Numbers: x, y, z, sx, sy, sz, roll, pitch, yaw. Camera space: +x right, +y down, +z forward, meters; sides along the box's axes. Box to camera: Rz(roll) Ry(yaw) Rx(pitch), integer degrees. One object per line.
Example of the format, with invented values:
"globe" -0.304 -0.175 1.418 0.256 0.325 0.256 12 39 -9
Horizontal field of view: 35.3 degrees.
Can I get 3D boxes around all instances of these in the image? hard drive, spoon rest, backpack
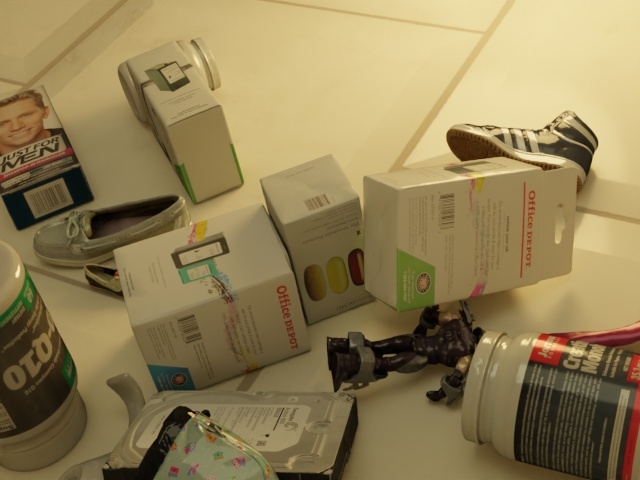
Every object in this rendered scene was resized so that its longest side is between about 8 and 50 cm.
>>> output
"hard drive" -0.126 0.303 1.507 0.339 0.064 0.237 0 20 12
"spoon rest" -0.337 0.342 1.560 0.137 0.084 0.276 -22 37 39
"backpack" -0.145 0.317 1.331 0.182 0.115 0.152 26 81 14

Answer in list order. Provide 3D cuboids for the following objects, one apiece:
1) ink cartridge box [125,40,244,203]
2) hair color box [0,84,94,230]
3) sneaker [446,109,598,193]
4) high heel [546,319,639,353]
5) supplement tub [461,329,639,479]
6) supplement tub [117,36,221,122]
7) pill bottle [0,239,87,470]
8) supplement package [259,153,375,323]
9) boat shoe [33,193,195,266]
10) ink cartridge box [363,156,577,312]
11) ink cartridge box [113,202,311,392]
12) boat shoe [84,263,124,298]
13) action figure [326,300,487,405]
"ink cartridge box" -0.281 -0.247 2.075 0.121 0.211 0.289 -25 43 -11
"hair color box" -0.625 -0.186 2.164 0.174 0.105 0.347 -24 44 -13
"sneaker" 0.395 -0.192 1.943 0.282 0.099 0.153 22 57 22
"high heel" 0.461 0.143 1.595 0.244 0.082 0.117 -33 55 -3
"supplement tub" 0.357 0.237 1.439 0.272 0.191 0.191 11 48 22
"supplement tub" -0.338 -0.363 2.254 0.199 0.144 0.144 -25 45 -13
"pill bottle" -0.500 0.186 1.560 0.204 0.361 0.204 -6 44 6
"supplement package" 0.000 0.000 1.727 0.139 0.244 0.134 -21 43 -8
"boat shoe" -0.407 -0.028 1.950 0.320 0.103 0.118 -5 44 7
"ink cartridge box" 0.251 -0.021 1.671 0.353 0.207 0.119 -9 18 -25
"ink cartridge box" -0.180 0.101 1.697 0.270 0.198 0.197 -18 43 -8
"boat shoe" -0.382 0.073 1.884 0.137 0.043 0.049 12 46 22
"action figure" 0.155 0.180 1.618 0.285 0.099 0.185 -6 36 -4
